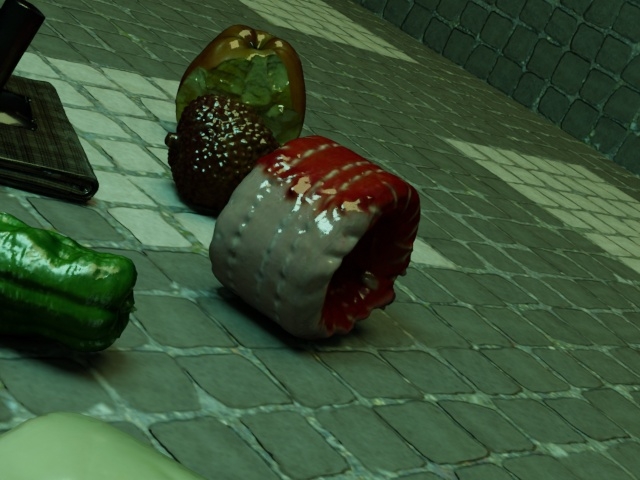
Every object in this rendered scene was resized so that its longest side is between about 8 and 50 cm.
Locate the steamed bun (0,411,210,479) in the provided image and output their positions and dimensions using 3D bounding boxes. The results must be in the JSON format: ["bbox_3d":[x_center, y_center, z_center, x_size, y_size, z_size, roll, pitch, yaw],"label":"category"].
[{"bbox_3d":[-0.075,0.194,0.433,0.225,0.170,0.200,26,45,28],"label":"steamed bun"}]

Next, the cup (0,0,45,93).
[{"bbox_3d":[-0.339,-0.158,0.992,0.239,0.177,0.166,5,28,-31],"label":"cup"}]

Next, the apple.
[{"bbox_3d":[-0.090,-0.177,1.445,0.156,0.158,0.147,21,16,1],"label":"apple"}]

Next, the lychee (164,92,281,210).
[{"bbox_3d":[-0.103,-0.091,1.253,0.129,0.123,0.123,-3,33,-46],"label":"lychee"}]

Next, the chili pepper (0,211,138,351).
[{"bbox_3d":[-0.251,0.009,0.848,0.253,0.083,0.099,23,16,9],"label":"chili pepper"}]

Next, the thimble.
[{"bbox_3d":[-0.001,-0.003,1.071,0.125,0.163,0.189,31,19,22],"label":"thimble"}]

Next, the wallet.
[{"bbox_3d":[-0.300,-0.114,1.176,0.124,0.042,0.230,14,26,-32],"label":"wallet"}]
